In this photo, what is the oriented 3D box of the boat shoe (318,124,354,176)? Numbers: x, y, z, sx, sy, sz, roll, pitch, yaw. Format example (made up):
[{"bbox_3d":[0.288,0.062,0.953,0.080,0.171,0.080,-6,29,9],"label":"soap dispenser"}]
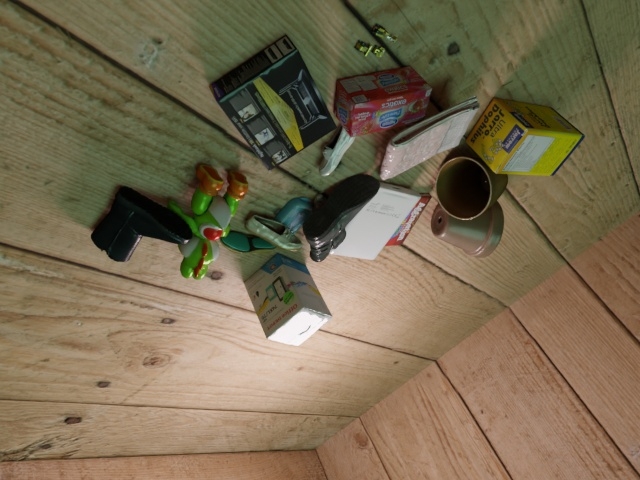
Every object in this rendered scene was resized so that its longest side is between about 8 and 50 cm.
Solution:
[{"bbox_3d":[0.040,-0.287,1.626,0.063,0.066,0.184,21,125,-31],"label":"boat shoe"}]

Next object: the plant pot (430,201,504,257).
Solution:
[{"bbox_3d":[0.600,-0.072,2.154,0.229,0.263,0.263,9,132,-17],"label":"plant pot"}]

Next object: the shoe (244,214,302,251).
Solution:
[{"bbox_3d":[-0.152,-0.025,1.751,0.219,0.077,0.058,24,127,-22],"label":"shoe"}]

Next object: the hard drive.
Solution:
[{"bbox_3d":[0.204,-0.070,1.997,0.233,0.047,0.353,9,130,-32],"label":"hard drive"}]

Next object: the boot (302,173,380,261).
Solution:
[{"bbox_3d":[0.074,-0.082,1.851,0.338,0.118,0.223,-37,156,-10],"label":"boot"}]

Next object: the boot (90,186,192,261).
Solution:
[{"bbox_3d":[-0.519,-0.013,1.480,0.246,0.094,0.207,33,117,-12],"label":"boot"}]

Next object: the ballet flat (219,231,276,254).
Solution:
[{"bbox_3d":[-0.258,0.022,1.789,0.232,0.080,0.073,7,146,-38],"label":"ballet flat"}]

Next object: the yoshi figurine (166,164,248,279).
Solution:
[{"bbox_3d":[-0.361,-0.058,1.580,0.362,0.203,0.203,-65,174,21],"label":"yoshi figurine"}]

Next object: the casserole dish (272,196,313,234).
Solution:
[{"bbox_3d":[-0.100,-0.075,1.810,0.114,0.037,0.188,17,125,-45],"label":"casserole dish"}]

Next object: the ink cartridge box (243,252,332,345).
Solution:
[{"bbox_3d":[-0.126,0.231,1.967,0.198,0.270,0.197,-41,143,16],"label":"ink cartridge box"}]

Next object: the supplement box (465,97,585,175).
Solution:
[{"bbox_3d":[0.759,-0.378,1.897,0.356,0.195,0.194,-3,137,-33],"label":"supplement box"}]

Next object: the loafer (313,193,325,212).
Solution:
[{"bbox_3d":[-0.001,-0.112,1.829,0.045,0.039,0.125,-16,143,-17],"label":"loafer"}]

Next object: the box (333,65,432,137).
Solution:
[{"bbox_3d":[0.180,-0.411,1.508,0.256,0.128,0.123,-17,144,-18],"label":"box"}]

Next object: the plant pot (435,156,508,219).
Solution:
[{"bbox_3d":[0.620,-0.222,1.993,0.254,0.237,0.237,-17,146,-41],"label":"plant pot"}]

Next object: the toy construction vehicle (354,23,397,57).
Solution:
[{"bbox_3d":[0.156,-0.543,1.409,0.098,0.035,0.086,8,130,-41],"label":"toy construction vehicle"}]

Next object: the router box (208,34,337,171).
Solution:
[{"bbox_3d":[-0.119,-0.362,1.402,0.243,0.081,0.309,-32,145,3],"label":"router box"}]

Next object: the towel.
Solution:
[{"bbox_3d":[0.349,-0.324,1.693,0.317,0.053,0.332,-27,169,-4],"label":"towel"}]

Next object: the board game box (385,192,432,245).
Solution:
[{"bbox_3d":[0.338,-0.082,2.116,0.145,0.027,0.281,-5,138,-32],"label":"board game box"}]
